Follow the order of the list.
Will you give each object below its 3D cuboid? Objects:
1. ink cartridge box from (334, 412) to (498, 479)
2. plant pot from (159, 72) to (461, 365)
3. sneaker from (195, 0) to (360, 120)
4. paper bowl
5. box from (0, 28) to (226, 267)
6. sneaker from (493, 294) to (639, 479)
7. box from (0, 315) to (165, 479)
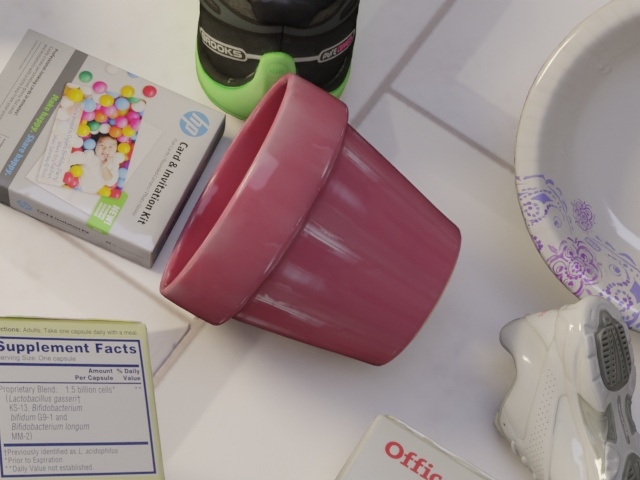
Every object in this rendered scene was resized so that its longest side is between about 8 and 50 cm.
[{"bbox_3d":[0.049,0.257,0.987,0.154,0.093,0.212,32,67,6],"label":"ink cartridge box"},{"bbox_3d":[0.000,0.000,1.053,0.180,0.201,0.201,31,64,-12],"label":"plant pot"},{"bbox_3d":[-0.027,-0.340,1.186,0.185,0.202,0.482,-2,66,-10],"label":"sneaker"},{"bbox_3d":[0.304,-0.068,1.101,0.284,0.148,0.284,2,98,13],"label":"paper bowl"},{"bbox_3d":[-0.193,-0.078,1.134,0.186,0.038,0.145,25,65,2],"label":"box"},{"bbox_3d":[0.194,0.162,1.063,0.090,0.115,0.232,-1,83,-49],"label":"sneaker"},{"bbox_3d":[-0.195,0.201,0.896,0.117,0.213,0.243,5,63,-30],"label":"box"}]
